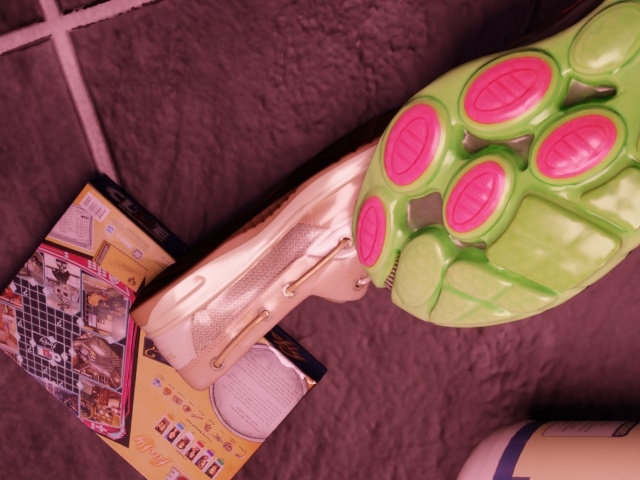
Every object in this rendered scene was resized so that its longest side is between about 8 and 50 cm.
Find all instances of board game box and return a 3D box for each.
[{"bbox_3d":[-0.139,0.088,1.356,0.243,0.042,0.165,42,107,2],"label":"board game box"}]

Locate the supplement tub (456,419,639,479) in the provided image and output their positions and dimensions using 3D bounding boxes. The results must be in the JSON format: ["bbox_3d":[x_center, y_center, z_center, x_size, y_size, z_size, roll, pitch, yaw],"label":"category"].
[{"bbox_3d":[0.270,0.242,1.159,0.324,0.235,0.235,-3,101,28],"label":"supplement tub"}]

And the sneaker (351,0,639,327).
[{"bbox_3d":[0.224,-0.112,1.139,0.483,0.202,0.185,-42,76,16],"label":"sneaker"}]

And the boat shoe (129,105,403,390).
[{"bbox_3d":[0.000,0.000,1.264,0.302,0.109,0.098,-36,99,5],"label":"boat shoe"}]
